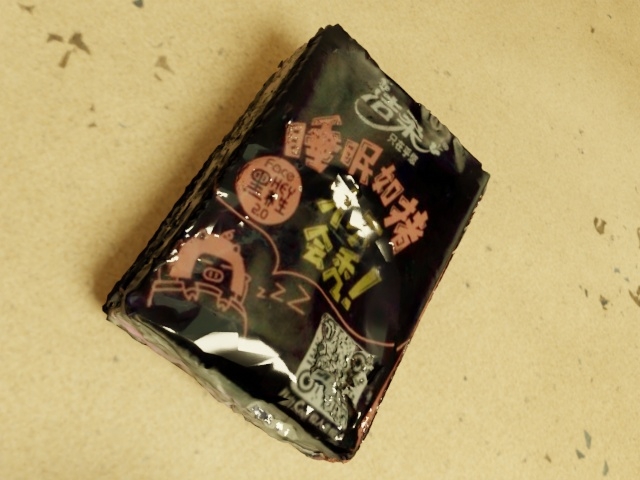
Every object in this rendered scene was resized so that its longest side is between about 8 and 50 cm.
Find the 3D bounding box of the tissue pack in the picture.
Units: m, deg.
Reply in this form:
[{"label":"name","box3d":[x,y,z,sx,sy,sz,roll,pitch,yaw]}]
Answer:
[{"label":"tissue pack","box3d":[0.000,0.000,0.568,0.245,0.123,0.332,40,63,-20]}]
